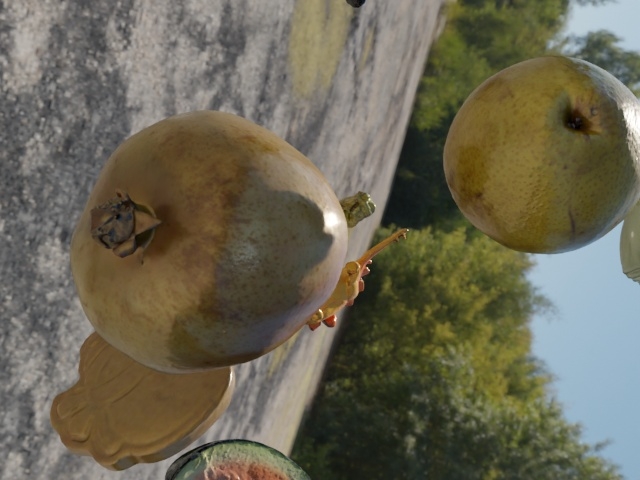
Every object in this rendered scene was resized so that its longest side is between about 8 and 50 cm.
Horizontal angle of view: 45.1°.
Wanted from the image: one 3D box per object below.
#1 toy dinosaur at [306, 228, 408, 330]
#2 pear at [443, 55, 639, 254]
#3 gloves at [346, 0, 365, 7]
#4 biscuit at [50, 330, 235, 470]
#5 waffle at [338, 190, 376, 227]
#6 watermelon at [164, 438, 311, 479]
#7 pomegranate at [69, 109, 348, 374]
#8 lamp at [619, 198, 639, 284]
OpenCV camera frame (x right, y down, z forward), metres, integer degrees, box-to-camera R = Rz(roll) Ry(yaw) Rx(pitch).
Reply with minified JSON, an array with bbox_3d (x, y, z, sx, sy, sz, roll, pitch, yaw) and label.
[{"bbox_3d":[0.030,0.080,1.277,0.288,0.070,0.117,-37,152,-12],"label":"toy dinosaur"},{"bbox_3d":[0.233,-0.091,0.794,0.209,0.209,0.208,16,90,-84],"label":"pear"},{"bbox_3d":[0.049,-0.371,0.977,0.106,0.181,0.129,114,-24,-50],"label":"gloves"},{"bbox_3d":[-0.328,0.263,1.393,0.312,0.352,0.057,-55,143,-35],"label":"biscuit"},{"bbox_3d":[-0.002,-0.003,1.185,0.194,0.051,0.149,-44,-175,-26],"label":"waffle"},{"bbox_3d":[-0.082,0.303,0.916,0.063,0.245,0.119,-36,-145,34],"label":"watermelon"},{"bbox_3d":[-0.126,0.000,0.844,0.319,0.319,0.319,16,90,-84],"label":"pomegranate"},{"bbox_3d":[0.433,-0.025,1.009,0.106,0.106,0.192,78,-3,-78],"label":"lamp"}]
